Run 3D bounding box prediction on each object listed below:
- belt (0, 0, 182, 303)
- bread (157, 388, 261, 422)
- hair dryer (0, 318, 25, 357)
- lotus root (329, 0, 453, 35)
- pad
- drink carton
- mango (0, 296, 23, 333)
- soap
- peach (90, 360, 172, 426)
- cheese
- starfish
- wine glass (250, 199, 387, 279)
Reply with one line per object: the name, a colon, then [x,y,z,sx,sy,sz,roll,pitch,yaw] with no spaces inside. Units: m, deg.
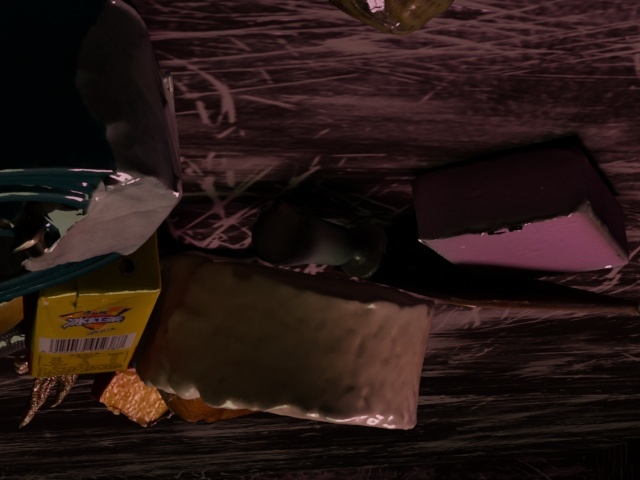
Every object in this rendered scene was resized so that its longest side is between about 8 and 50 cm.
belt: [-0.319,-0.047,1.009,0.436,0.173,0.300,-10,164,7]
bread: [-0.122,0.170,1.910,0.227,0.142,0.253,-11,163,-12]
hair dryer: [-0.520,0.196,1.674,0.320,0.156,0.284,-17,-158,23]
lotus root: [0.039,-0.179,0.862,0.089,0.080,0.179,-34,163,10]
pad: [0.195,0.057,1.671,0.286,0.018,0.284,5,-175,-33]
drink carton: [-0.228,0.022,1.319,0.111,0.155,0.351,-4,164,-13]
mango: [-0.376,0.064,1.554,0.103,0.076,0.161,10,149,-43]
soap: [0.223,-0.021,1.488,0.181,0.081,0.259,-10,165,21]
peach: [-0.268,0.208,2.033,0.151,0.118,0.151,-17,-171,3]
cheese: [-0.047,0.103,1.512,0.332,0.153,0.292,9,179,8]
starfish: [-0.319,0.135,1.736,0.240,0.043,0.227,-27,151,-58]
wine glass: [0.000,0.000,1.493,0.072,0.072,0.155,-19,161,36]
